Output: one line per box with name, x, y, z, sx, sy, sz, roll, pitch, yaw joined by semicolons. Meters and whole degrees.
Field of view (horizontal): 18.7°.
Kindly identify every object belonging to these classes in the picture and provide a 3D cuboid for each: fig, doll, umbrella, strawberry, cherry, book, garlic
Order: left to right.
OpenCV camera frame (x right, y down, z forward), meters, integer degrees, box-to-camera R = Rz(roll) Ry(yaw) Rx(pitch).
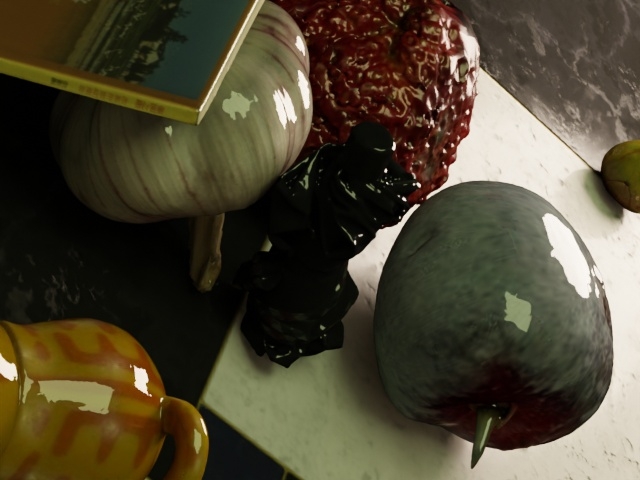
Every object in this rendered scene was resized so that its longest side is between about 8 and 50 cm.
doll;-0.240;0.126;1.465;0.270;0.162;0.166;9;65;-34
book;-0.240;-0.225;1.631;0.374;0.028;0.262;16;41;6
garlic;-0.114;-0.070;1.706;0.245;0.245;0.253;-50;134;-49
umbrella;-0.001;0.000;1.701;0.122;0.272;0.110;19;47;-8
strawberry;0.044;-0.148;1.879;0.274;0.220;0.274;28;46;-34
cherry;0.163;0.078;1.849;0.255;0.218;0.296;32;44;-41
fig;0.375;-0.083;2.258;0.082;0.098;0.084;22;39;-32
